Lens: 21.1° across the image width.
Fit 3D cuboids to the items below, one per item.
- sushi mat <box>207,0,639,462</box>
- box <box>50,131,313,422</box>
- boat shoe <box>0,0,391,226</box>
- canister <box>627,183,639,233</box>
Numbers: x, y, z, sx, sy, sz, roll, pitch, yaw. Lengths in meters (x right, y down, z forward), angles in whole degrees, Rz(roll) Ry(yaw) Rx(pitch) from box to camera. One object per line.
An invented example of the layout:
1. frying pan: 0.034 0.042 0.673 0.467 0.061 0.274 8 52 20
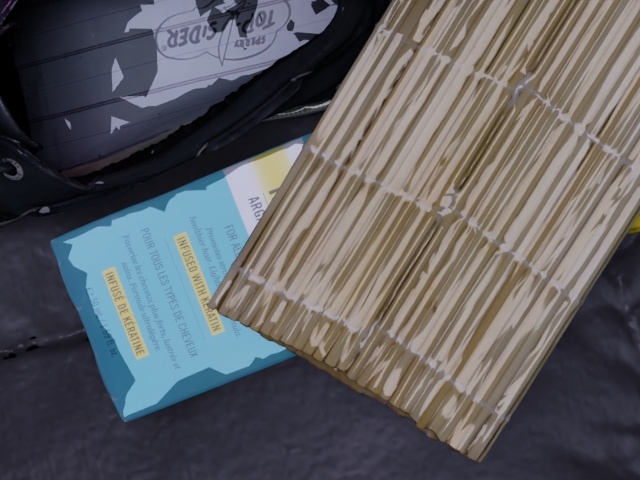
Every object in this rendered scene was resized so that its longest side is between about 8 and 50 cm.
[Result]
1. sushi mat: 0.092 -0.064 0.797 0.151 0.019 0.316 32 95 4
2. box: 0.000 0.000 0.852 0.244 0.060 0.100 -22 88 4
3. boat shoe: -0.127 -0.077 0.835 0.340 0.113 0.127 -10 89 4
4. canister: 0.175 -0.096 0.834 0.126 0.073 0.170 -13 90 4
